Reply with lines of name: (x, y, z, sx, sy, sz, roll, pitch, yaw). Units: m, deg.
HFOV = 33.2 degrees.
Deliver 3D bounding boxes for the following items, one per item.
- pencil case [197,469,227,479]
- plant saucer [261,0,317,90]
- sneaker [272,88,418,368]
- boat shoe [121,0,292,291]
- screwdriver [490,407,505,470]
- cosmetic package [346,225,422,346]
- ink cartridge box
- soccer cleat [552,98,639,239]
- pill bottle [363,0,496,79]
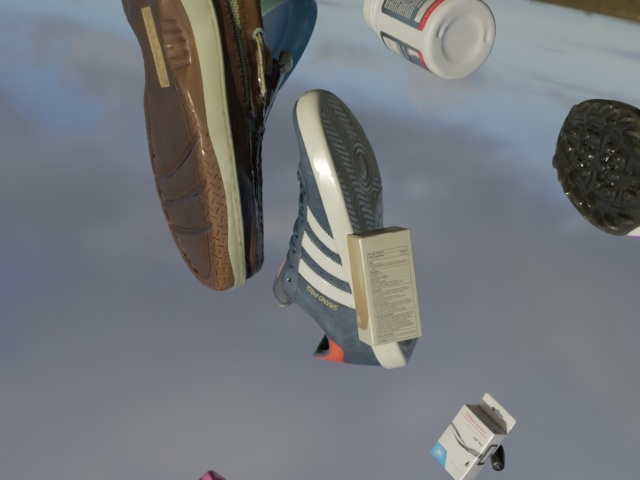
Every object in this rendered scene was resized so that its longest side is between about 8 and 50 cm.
pencil case: (-0.170, 0.372, 1.261, 0.095, 0.209, 0.098, 46, 174, 14)
plant saucer: (-0.124, -0.240, 1.571, 0.043, 0.318, 0.317, 40, -160, 10)
sneaker: (0.000, 0.000, 1.246, 0.148, 0.350, 0.131, -6, -157, 26)
boat shoe: (-0.056, -0.097, 0.674, 0.095, 0.258, 0.095, -18, -158, -28)
screwdriver: (0.277, 0.307, 1.689, 0.025, 0.024, 0.170, 43, -158, -9)
cosmetic package: (0.066, 0.046, 1.108, 0.060, 0.115, 0.041, -9, -171, -19)
ink cartridge box: (0.156, 0.202, 1.103, 0.028, 0.083, 0.048, 13, -155, -50)
soccer cleat: (0.315, -0.039, 0.886, 0.116, 0.109, 0.318, 3, -162, -27)
pill bottle: (0.134, -0.285, 1.395, 0.108, 0.108, 0.180, 3, -157, -32)
